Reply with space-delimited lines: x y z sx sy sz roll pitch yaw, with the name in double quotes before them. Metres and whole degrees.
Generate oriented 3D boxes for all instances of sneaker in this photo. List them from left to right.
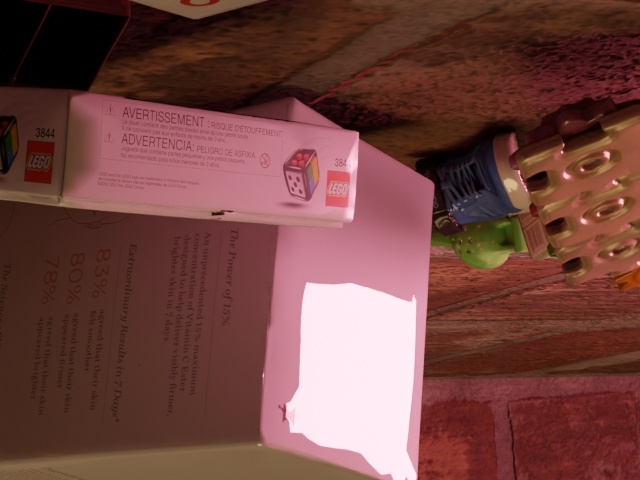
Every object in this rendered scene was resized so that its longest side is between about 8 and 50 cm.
"sneaker" 0.102 -0.037 1.306 0.084 0.058 0.152 -13 177 4

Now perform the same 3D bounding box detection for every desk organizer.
"desk organizer" -0.149 -0.101 0.838 0.130 0.050 0.047 4 169 -38

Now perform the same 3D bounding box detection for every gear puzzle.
"gear puzzle" 0.220 -0.038 1.176 0.175 0.044 0.339 -21 158 7

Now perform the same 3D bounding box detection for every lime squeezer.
"lime squeezer" 0.179 -0.007 1.539 0.310 0.059 0.110 -8 170 21

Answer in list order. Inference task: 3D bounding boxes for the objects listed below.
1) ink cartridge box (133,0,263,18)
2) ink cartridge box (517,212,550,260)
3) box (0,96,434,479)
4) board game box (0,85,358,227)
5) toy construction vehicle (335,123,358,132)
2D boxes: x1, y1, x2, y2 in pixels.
"ink cartridge box" -0.009 -0.138 0.548 0.208 0.087 0.153 -9 169 37
"ink cartridge box" 0.274 -0.044 1.354 0.235 0.056 0.171 -14 173 -8
"box" -0.116 0.057 1.228 0.345 0.215 0.168 -8 159 35
"board game box" -0.158 -0.047 0.941 0.305 0.053 0.193 7 -179 40
"toy construction vehicle" -0.009 -0.049 1.265 0.098 0.035 0.086 -8 170 27
